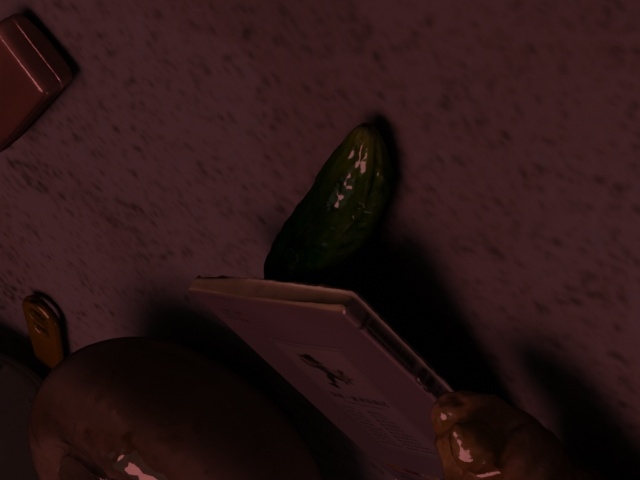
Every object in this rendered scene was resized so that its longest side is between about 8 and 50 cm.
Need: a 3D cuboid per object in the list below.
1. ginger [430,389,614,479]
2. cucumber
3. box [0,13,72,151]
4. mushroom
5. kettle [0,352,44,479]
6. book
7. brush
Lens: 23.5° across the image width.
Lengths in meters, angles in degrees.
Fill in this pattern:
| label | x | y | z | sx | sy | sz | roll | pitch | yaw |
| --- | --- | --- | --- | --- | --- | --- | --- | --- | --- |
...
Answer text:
| label | x | y | z | sx | sy | sz | roll | pitch | yaw |
| --- | --- | --- | --- | --- | --- | --- | --- | --- | --- |
| ginger | 0.129 | 0.151 | 0.666 | 0.213 | 0.074 | 0.137 | 39 | 172 | 17 |
| cucumber | 0.000 | 0.000 | 0.700 | 0.039 | 0.039 | 0.168 | 43 | 149 | 6 |
| box | -0.168 | -0.084 | 0.829 | 0.048 | 0.025 | 0.115 | 54 | 151 | -3 |
| mushroom | -0.090 | 0.166 | 0.880 | 0.206 | 0.209 | 0.206 | 11 | 146 | 7 |
| kettle | -0.239 | 0.267 | 1.146 | 0.265 | 0.205 | 0.318 | 47 | 159 | 32 |
| book | 0.028 | 0.077 | 0.742 | 0.127 | 0.014 | 0.181 | 4 | 145 | 52 |
| brush | -0.192 | 0.103 | 1.111 | 0.082 | 0.010 | 0.218 | 34 | 149 | 21 |
